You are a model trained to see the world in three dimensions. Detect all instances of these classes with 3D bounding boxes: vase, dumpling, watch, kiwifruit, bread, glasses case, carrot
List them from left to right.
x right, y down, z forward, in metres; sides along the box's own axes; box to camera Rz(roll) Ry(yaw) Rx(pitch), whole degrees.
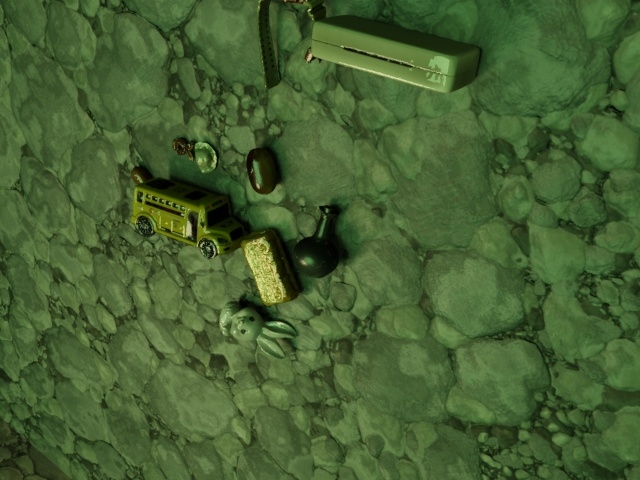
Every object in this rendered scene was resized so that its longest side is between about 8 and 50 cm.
[{"bbox_3d":[-0.491,-0.140,2.146,0.216,0.048,0.048,45,130,5],"label":"carrot"},{"bbox_3d":[-0.316,-0.231,1.976,0.052,0.057,0.076,109,150,-73],"label":"dumpling"},{"bbox_3d":[-0.151,-0.179,1.853,0.075,0.075,0.125,-3,104,37],"label":"kiwifruit"},{"bbox_3d":[-0.136,0.073,1.953,0.113,0.083,0.211,-13,103,34],"label":"bread"},{"bbox_3d":[-0.067,-0.469,1.646,0.164,0.102,0.269,17,130,27],"label":"watch"},{"bbox_3d":[0.000,0.000,1.806,0.120,0.120,0.183,25,110,25],"label":"vase"},{"bbox_3d":[0.150,-0.391,1.481,0.336,0.144,0.076,23,122,27],"label":"glasses case"}]

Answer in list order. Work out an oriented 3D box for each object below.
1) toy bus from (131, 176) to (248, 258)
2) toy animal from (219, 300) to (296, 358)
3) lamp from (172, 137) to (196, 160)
[{"bbox_3d":[-0.364,-0.068,2.001,0.331,0.145,0.151,17,116,23],"label":"toy bus"},{"bbox_3d":[-0.188,0.254,2.054,0.220,0.131,0.104,19,79,27],"label":"toy animal"},{"bbox_3d":[-0.386,-0.263,2.016,0.083,0.031,0.063,27,124,29],"label":"lamp"}]
